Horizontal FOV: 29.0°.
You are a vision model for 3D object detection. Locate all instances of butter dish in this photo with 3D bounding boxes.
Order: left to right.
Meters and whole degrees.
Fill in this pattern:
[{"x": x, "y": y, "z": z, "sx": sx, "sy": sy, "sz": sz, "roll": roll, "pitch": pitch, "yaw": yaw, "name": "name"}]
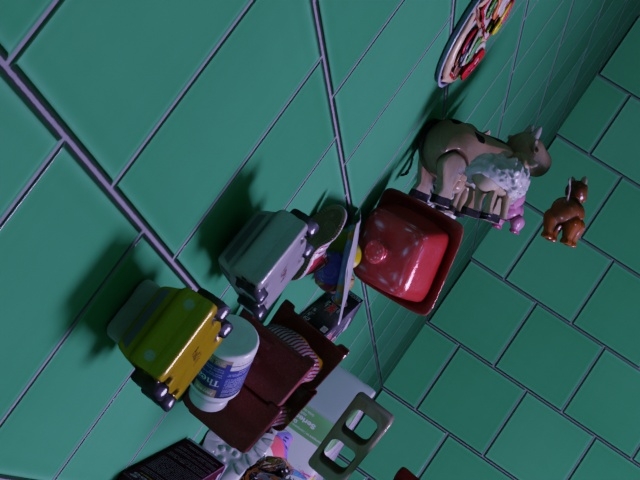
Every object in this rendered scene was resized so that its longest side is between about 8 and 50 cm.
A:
[{"x": 0.108, "y": 0.017, "z": 1.865, "sx": 0.118, "sy": 0.160, "sz": 0.160, "roll": -1, "pitch": 116, "yaw": -55, "name": "butter dish"}]

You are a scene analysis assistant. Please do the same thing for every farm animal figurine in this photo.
[{"x": 0.270, "y": -0.118, "z": 1.986, "sx": 0.327, "sy": 0.330, "sz": 0.172, "roll": 16, "pitch": 91, "yaw": -42, "name": "farm animal figurine"}]

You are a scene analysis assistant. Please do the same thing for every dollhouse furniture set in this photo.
[{"x": 0.027, "y": 0.251, "z": 1.598, "sx": 0.152, "sy": 0.374, "sz": 0.201, "roll": -53, "pitch": 171, "yaw": 8, "name": "dollhouse furniture set"}]

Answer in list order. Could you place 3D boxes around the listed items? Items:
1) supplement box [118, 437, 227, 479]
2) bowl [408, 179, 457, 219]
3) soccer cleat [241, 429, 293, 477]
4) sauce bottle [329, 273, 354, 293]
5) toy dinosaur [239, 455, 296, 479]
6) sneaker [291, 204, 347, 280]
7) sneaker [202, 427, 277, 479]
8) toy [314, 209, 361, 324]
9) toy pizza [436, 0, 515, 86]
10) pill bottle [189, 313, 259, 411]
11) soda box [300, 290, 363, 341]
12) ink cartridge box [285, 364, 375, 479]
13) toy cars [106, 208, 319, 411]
[{"x": -0.215, "y": 0.346, "z": 1.606, "sx": 0.130, "sy": 0.073, "sz": 0.239, "roll": -58, "pitch": 170, "yaw": 8, "name": "supplement box"}, {"x": 0.196, "y": -0.050, "z": 2.217, "sx": 0.170, "sy": 0.080, "sz": 0.170, "roll": -54, "pitch": 169, "yaw": -16, "name": "bowl"}, {"x": -0.119, "y": 0.468, "z": 2.122, "sx": 0.116, "sy": 0.108, "sz": 0.318, "roll": -13, "pitch": 121, "yaw": -54, "name": "soccer cleat"}, {"x": 0.022, "y": 0.061, "z": 1.886, "sx": 0.042, "sy": 0.042, "sz": 0.128, "roll": -57, "pitch": 168, "yaw": 5, "name": "sauce bottle"}, {"x": -0.163, "y": 0.474, "z": 1.929, "sx": 0.322, "sy": 0.218, "sz": 0.164, "roll": -48, "pitch": 141, "yaw": 16, "name": "toy dinosaur"}, {"x": 0.000, "y": 0.000, "z": 1.609, "sx": 0.118, "sy": 0.042, "sz": 0.067, "roll": -51, "pitch": 167, "yaw": 16, "name": "sneaker"}, {"x": -0.143, "y": 0.322, "z": 1.862, "sx": 0.235, "sy": 0.090, "sz": 0.095, "roll": -52, "pitch": -178, "yaw": 0, "name": "sneaker"}, {"x": 0.023, "y": 0.029, "z": 1.722, "sx": 0.237, "sy": 0.056, "sz": 0.137, "roll": -39, "pitch": 138, "yaw": -82, "name": "toy"}, {"x": 0.230, "y": -0.300, "z": 1.760, "sx": 0.201, "sy": 0.032, "sz": 0.201, "roll": -53, "pitch": 169, "yaw": -15, "name": "toy pizza"}, {"x": -0.119, "y": 0.148, "z": 1.461, "sx": 0.067, "sy": 0.067, "sz": 0.120, "roll": -45, "pitch": 164, "yaw": -45, "name": "pill bottle"}, {"x": 0.007, "y": 0.130, "z": 1.987, "sx": 0.060, "sy": 0.053, "sz": 0.169, "roll": -62, "pitch": 167, "yaw": 27, "name": "soda box"}, {"x": -0.029, "y": 0.406, "z": 2.461, "sx": 0.278, "sy": 0.117, "sz": 0.201, "roll": -62, "pitch": 168, "yaw": 24, "name": "ink cartridge box"}, {"x": -0.105, "y": 0.048, "z": 1.207, "sx": 0.176, "sy": 0.087, "sz": 0.393, "roll": -56, "pitch": 174, "yaw": 29, "name": "toy cars"}]
